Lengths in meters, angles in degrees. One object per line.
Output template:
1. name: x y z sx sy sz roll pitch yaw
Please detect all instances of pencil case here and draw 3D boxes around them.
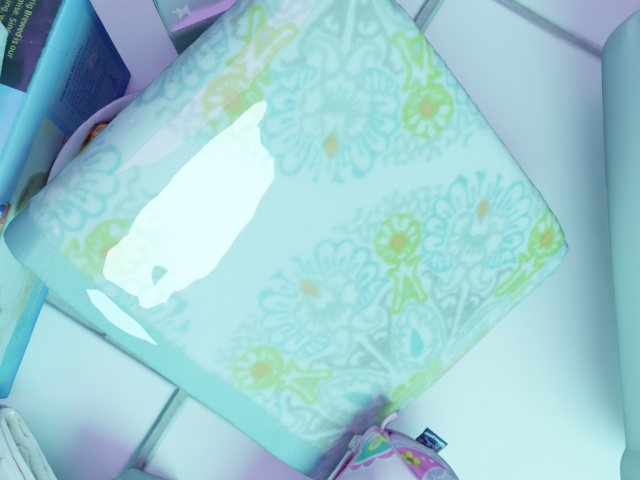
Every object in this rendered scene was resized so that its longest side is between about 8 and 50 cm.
1. pencil case: 0.003 0.277 0.688 0.124 0.124 0.284 43 95 5

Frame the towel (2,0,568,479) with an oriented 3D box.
1. towel: 0.000 0.000 0.664 0.320 0.090 0.374 -45 123 1

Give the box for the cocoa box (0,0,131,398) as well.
1. cocoa box: -0.338 -0.059 0.693 0.228 0.231 0.347 18 81 0

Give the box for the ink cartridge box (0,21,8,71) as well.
1. ink cartridge box: -0.270 -0.140 0.522 0.099 0.135 0.056 7 82 -3

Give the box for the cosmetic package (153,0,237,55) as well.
1. cosmetic package: -0.087 -0.200 0.715 0.107 0.238 0.127 -22 83 -5

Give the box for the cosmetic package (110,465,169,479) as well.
1. cosmetic package: -0.190 0.324 0.710 0.060 0.099 0.239 20 82 -1

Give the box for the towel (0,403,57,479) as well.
1. towel: -0.309 0.353 0.656 0.332 0.053 0.317 -39 66 5

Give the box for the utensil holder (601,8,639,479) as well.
1. utensil holder: 0.394 0.008 0.656 0.327 0.327 0.385 -2 80 -1

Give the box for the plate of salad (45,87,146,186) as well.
1. plate of salad: -0.139 -0.041 0.722 0.200 0.200 0.048 -41 50 -6
